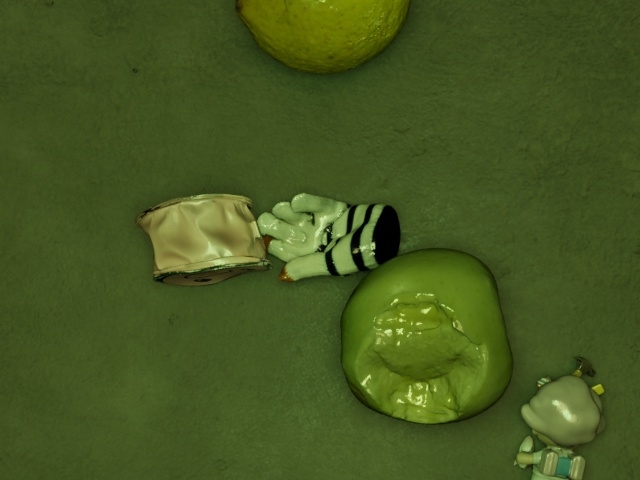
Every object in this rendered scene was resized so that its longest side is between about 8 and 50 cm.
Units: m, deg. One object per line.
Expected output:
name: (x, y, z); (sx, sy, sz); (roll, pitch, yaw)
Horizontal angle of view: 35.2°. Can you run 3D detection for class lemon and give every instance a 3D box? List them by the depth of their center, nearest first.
lemon: (0.005, -0.397, 1.579); (0.293, 0.293, 0.293); (0, 83, 3)

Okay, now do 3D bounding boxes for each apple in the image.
apple: (0.162, 0.143, 1.521); (0.279, 0.279, 0.279); (0, 83, 3)

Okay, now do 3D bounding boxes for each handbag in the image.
handbag: (-0.184, 0.004, 1.585); (0.205, 0.179, 0.116); (-16, 79, 35)

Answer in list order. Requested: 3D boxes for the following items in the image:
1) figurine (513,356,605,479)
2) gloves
figurine: (0.372, 0.294, 1.566); (0.137, 0.112, 0.229); (13, 94, -1)
gloves: (0.008, -0.003, 1.619); (0.219, 0.131, 0.140); (-4, 85, 33)
